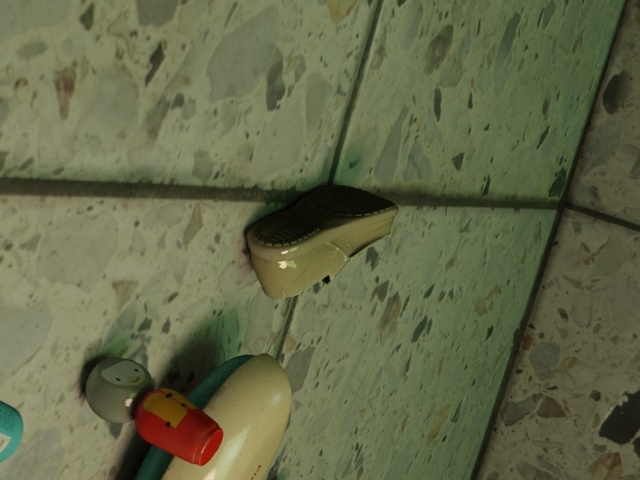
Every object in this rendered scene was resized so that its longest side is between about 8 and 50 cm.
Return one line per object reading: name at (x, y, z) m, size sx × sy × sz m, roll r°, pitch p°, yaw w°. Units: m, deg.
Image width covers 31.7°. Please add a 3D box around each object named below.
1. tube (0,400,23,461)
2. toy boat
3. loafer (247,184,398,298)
tube at (-0.317, 0.130, 0.894) m, size 0.080 × 0.052 × 0.207 m, roll -68°, pitch 152°, yaw -15°
toy boat at (-0.149, 0.214, 1.231) m, size 0.267 × 0.148 × 0.318 m, roll -57°, pitch 161°, yaw -15°
loafer at (0.000, 0.000, 1.416) m, size 0.268 × 0.102 × 0.092 m, roll -21°, pitch 129°, yaw -48°
